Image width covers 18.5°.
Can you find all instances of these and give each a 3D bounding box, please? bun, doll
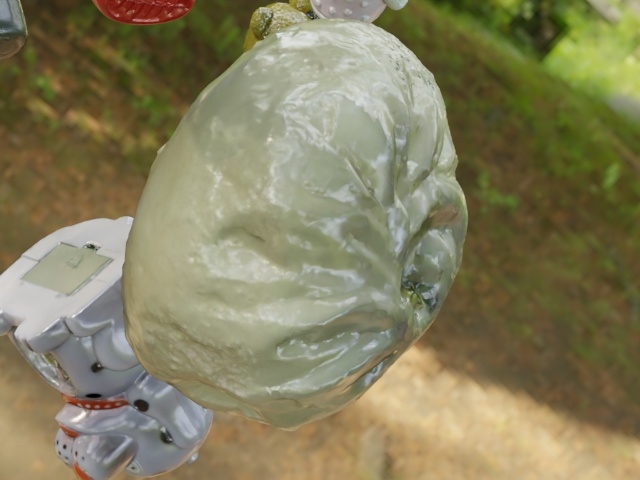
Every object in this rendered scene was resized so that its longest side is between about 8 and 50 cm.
[{"bbox_3d":[0.000,0.000,1.653,0.211,0.359,0.360,24,16,26],"label":"bun"},{"bbox_3d":[-0.002,-0.235,2.254,0.097,0.137,0.209,20,36,37],"label":"doll"},{"bbox_3d":[0.037,-0.288,2.039,0.129,0.207,0.081,30,57,8],"label":"doll"}]

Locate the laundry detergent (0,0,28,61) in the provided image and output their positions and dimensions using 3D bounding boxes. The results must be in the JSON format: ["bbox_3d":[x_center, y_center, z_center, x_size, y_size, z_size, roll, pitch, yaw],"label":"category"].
[{"bbox_3d":[-0.181,-0.185,0.924,0.099,0.070,0.225,-5,68,-28],"label":"laundry detergent"}]

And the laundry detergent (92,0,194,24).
[{"bbox_3d":[-0.156,-0.238,1.490,0.097,0.049,0.165,4,49,-40],"label":"laundry detergent"}]

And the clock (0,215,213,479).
[{"bbox_3d":[-0.195,0.127,1.890,0.189,0.189,0.254,-84,152,-60],"label":"clock"}]
